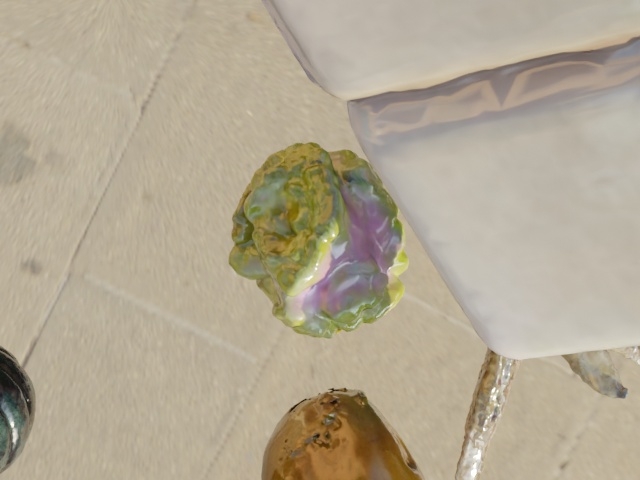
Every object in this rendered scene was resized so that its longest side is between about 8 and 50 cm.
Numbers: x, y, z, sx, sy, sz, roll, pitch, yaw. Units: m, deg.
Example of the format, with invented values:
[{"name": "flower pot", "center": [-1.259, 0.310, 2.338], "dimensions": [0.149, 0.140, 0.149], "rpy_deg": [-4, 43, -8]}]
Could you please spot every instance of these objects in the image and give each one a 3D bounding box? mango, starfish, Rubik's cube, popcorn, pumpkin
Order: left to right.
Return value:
[{"name": "pumpkin", "center": [-0.354, 0.157, 1.427], "dimensions": [0.194, 0.194, 0.150], "rpy_deg": [10, 90, -9]}, {"name": "popcorn", "center": [0.000, 0.000, 1.174], "dimensions": [0.125, 0.126, 0.145], "rpy_deg": [-31, 87, -17]}, {"name": "mango", "center": [0.035, 0.249, 1.427], "dimensions": [0.156, 0.249, 0.151], "rpy_deg": [14, 140, -45]}, {"name": "starfish", "center": [0.209, -0.007, 1.095], "dimensions": [0.132, 0.398, 0.384], "rpy_deg": [17, 126, 22]}, {"name": "Rubik's cube", "center": [0.144, -0.200, 0.321], "dimensions": [0.319, 0.316, 0.322], "rpy_deg": [57, 44, -25]}]
